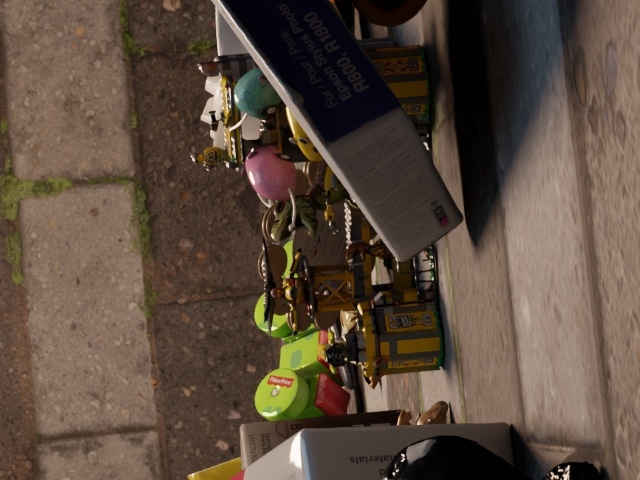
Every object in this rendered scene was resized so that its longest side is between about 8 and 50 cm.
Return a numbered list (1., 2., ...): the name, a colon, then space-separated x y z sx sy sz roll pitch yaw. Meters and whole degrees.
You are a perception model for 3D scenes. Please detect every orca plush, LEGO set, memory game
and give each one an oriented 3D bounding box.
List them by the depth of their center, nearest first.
1. orca plush: 0.110 0.162 1.043 0.102 0.151 0.287 -62 9 10
2. LEGO set: -0.011 -0.033 1.647 0.255 0.192 0.331 -107 13 -67
3. memory game: 0.000 0.000 1.872 0.012 0.186 0.186 10 107 38

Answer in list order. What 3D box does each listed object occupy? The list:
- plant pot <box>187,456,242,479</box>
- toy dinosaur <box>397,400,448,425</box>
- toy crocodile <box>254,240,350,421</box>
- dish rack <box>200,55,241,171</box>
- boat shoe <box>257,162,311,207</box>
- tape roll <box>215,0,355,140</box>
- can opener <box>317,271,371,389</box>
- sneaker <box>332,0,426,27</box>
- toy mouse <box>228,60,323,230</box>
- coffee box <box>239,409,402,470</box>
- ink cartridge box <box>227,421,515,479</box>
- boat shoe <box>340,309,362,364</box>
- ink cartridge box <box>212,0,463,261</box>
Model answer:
1. plant pot: -0.041 0.357 2.465 0.212 0.212 0.187 121 130 -81
2. toy dinosaur: 0.077 0.215 1.659 0.112 0.064 0.211 -104 10 -53
3. toy crocodile: -0.008 0.147 2.356 0.115 0.105 0.341 41 -146 -41
4. dish rack: -0.076 -0.243 2.275 0.333 0.072 0.286 128 162 -82
5. boat shoe: -0.030 -0.083 2.249 0.306 0.113 0.105 -124 34 -80
6. tape roll: -0.030 -0.236 1.845 0.286 0.100 0.286 0 -90 -83
7. can opener: 0.026 0.074 2.110 0.073 0.059 0.186 108 157 -76
8. sneaker: 0.026 -0.222 1.465 0.321 0.124 0.180 59 -174 -68
9. toy mouse: -0.045 -0.091 1.557 0.143 0.031 0.161 10 98 51
10. coffee box: 0.020 0.305 1.814 0.297 0.168 0.119 -101 7 -53
11. ink cartridge box: 0.036 0.345 1.354 0.279 0.160 0.385 139 128 -63
12. boat shoe: 0.041 0.084 1.997 0.135 0.050 0.045 -105 6 -63
13. ink cartridge box: -0.035 -0.168 1.341 0.324 0.071 0.330 56 180 22
